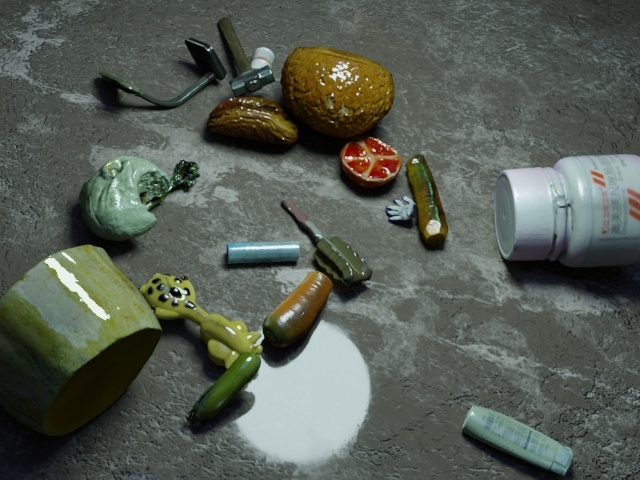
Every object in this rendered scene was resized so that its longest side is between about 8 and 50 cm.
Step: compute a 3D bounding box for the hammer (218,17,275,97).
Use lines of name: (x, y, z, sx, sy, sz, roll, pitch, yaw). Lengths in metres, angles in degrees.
hammer: (-0.218, -0.502, 2.157, 0.111, 0.043, 0.365, -23, 45, -1)

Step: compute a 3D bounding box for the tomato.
tomato: (0.117, -0.178, 1.985, 0.155, 0.069, 0.155, 7, 49, -8)

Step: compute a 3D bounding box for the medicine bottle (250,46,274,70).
medicine bottle: (-0.158, -0.467, 2.170, 0.057, 0.057, 0.089, 12, 52, 0)

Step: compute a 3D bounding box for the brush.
brush: (0.000, 0.000, 1.840, 0.084, 0.071, 0.301, -13, 45, -38)

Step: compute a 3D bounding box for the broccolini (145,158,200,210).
broccolini: (-0.364, -0.091, 1.867, 0.057, 0.071, 0.254, 48, 59, -19)

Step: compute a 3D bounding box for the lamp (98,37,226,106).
lamp: (-0.407, -0.423, 2.080, 0.283, 0.124, 0.203, -32, 43, -26)

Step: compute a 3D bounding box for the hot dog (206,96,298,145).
hot dog: (-0.165, -0.294, 2.001, 0.227, 0.099, 0.160, 5, 22, -5)

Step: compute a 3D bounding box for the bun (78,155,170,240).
bun: (-0.428, -0.104, 1.771, 0.204, 0.126, 0.212, -24, 46, -6)

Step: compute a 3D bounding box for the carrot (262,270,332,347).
carrot: (-0.042, 0.145, 1.700, 0.087, 0.087, 0.193, 34, 51, 16)

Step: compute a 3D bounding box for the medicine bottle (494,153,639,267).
medicine bottle: (0.578, -0.066, 1.859, 0.325, 0.256, 0.256, -1, 52, 0)

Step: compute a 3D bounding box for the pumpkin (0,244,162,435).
pumpkin: (-0.433, 0.189, 1.442, 0.199, 0.332, 0.332, 35, 55, 16)

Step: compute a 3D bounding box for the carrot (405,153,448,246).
carrot: (0.251, -0.099, 1.951, 0.070, 0.070, 0.260, -1, 52, -11)

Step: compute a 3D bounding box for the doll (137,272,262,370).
doll: (-0.244, 0.159, 1.648, 0.291, 0.086, 0.117, 33, 60, 14)

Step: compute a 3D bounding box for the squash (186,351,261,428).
squash: (-0.182, 0.282, 1.551, 0.183, 0.052, 0.052, -44, 68, -8)

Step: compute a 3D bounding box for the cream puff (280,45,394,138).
cream puff: (0.036, -0.360, 2.006, 0.303, 0.212, 0.303, 16, 14, -4)

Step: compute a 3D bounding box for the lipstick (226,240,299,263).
lipstick: (-0.127, 0.025, 1.799, 0.158, 0.048, 0.048, -2, 53, -12)

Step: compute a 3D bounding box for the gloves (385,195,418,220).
gloves: (0.192, -0.075, 1.925, 0.086, 0.026, 0.064, -1, 64, 39)

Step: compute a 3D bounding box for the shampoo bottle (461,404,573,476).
shampoo bottle: (0.386, 0.393, 1.601, 0.212, 0.049, 0.072, 26, 49, 12)
